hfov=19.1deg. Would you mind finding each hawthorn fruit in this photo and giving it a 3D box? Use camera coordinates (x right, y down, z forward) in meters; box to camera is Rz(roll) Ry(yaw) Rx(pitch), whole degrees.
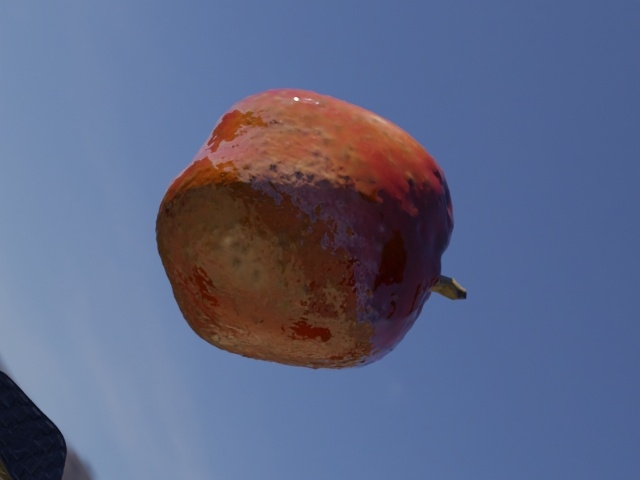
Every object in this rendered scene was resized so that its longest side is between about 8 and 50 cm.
[{"bbox_3d":[0.000,0.000,1.815,0.299,0.275,0.275,21,-21,4],"label":"hawthorn fruit"}]

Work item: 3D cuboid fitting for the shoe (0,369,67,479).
[{"bbox_3d":[-0.293,0.175,1.762,0.049,0.071,0.179,16,-32,34],"label":"shoe"}]
